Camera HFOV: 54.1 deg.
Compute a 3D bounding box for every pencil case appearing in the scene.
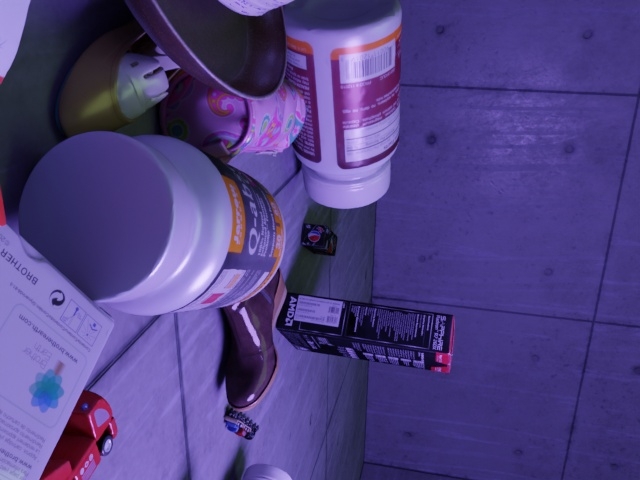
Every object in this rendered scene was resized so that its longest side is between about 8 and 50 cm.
[{"bbox_3d":[-0.101,-0.165,0.827,0.284,0.124,0.124,-42,136,-75],"label":"pencil case"}]

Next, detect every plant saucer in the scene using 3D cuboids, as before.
[{"bbox_3d":[-0.127,-0.281,0.613,0.310,0.050,0.310,49,33,-48],"label":"plant saucer"}]

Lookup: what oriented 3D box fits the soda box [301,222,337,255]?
[{"bbox_3d":[0.000,0.000,1.539,0.169,0.060,0.053,38,59,-76],"label":"soda box"}]

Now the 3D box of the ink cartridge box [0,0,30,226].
[{"bbox_3d":[-0.214,-0.130,0.305,0.189,0.066,0.232,7,67,-79],"label":"ink cartridge box"}]

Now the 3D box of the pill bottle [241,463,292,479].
[{"bbox_3d":[-0.117,0.495,1.050,0.221,0.125,0.124,-70,161,-51],"label":"pill bottle"}]

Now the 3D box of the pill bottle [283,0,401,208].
[{"bbox_3d":[0.046,-0.271,1.234,0.224,0.224,0.392,-72,163,-46],"label":"pill bottle"}]

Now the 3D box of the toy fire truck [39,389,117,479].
[{"bbox_3d":[-0.238,0.175,0.506,0.192,0.047,0.135,-67,158,-58],"label":"toy fire truck"}]

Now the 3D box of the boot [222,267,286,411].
[{"bbox_3d":[-0.132,0.121,0.978,0.206,0.090,0.248,58,39,-52],"label":"boot"}]

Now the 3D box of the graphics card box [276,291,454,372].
[{"bbox_3d":[0.107,0.208,1.392,0.232,0.371,0.094,63,34,-67],"label":"graphics card box"}]

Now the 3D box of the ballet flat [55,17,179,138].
[{"bbox_3d":[-0.170,-0.173,0.606,0.080,0.073,0.232,84,17,-44],"label":"ballet flat"}]

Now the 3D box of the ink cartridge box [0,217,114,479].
[{"bbox_3d":[-0.241,0.121,0.327,0.185,0.065,0.311,60,31,-42],"label":"ink cartridge box"}]

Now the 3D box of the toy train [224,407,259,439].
[{"bbox_3d":[-0.140,0.328,1.108,0.158,0.027,0.036,73,36,-63],"label":"toy train"}]

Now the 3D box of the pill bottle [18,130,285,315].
[{"bbox_3d":[-0.142,-0.011,0.603,0.278,0.162,0.162,16,80,-78],"label":"pill bottle"}]

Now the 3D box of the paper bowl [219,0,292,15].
[{"bbox_3d":[-0.058,-0.372,0.582,0.284,0.148,0.284,-15,90,-69],"label":"paper bowl"}]
